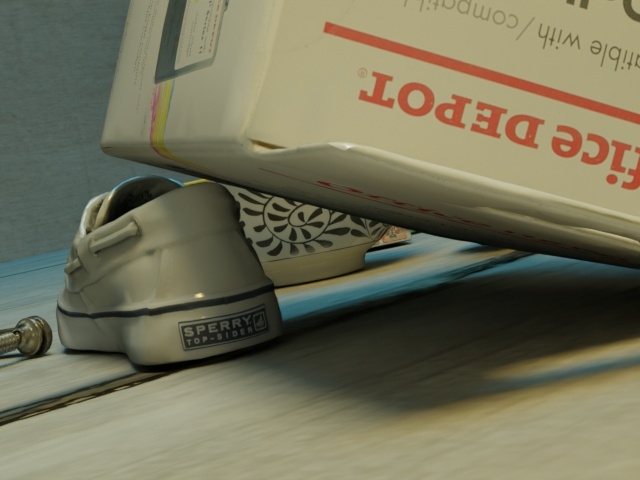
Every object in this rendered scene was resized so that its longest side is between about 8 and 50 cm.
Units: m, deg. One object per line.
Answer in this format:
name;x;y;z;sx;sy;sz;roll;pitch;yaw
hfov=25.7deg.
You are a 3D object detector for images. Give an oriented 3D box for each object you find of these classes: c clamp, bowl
c clamp;-0.201;0.066;0.729;0.137;0.022;0.160;-15;2;31
bowl;-0.013;-0.014;0.942;0.170;0.080;0.170;-11;3;1

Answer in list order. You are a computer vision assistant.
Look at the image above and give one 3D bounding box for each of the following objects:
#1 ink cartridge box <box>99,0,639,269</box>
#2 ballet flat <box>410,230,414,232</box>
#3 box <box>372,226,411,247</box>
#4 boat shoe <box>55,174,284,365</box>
ink cartridge box;0.049;-0.065;0.550;0.207;0.119;0.353;13;0;-19
ballet flat;0.104;-0.040;1.287;0.057;0.052;0.168;-9;4;35
box;0.000;0.000;1.139;0.137;0.027;0.094;-11;2;-4
boat shoe;-0.081;0.009;0.702;0.095;0.084;0.258;-12;3;-23
